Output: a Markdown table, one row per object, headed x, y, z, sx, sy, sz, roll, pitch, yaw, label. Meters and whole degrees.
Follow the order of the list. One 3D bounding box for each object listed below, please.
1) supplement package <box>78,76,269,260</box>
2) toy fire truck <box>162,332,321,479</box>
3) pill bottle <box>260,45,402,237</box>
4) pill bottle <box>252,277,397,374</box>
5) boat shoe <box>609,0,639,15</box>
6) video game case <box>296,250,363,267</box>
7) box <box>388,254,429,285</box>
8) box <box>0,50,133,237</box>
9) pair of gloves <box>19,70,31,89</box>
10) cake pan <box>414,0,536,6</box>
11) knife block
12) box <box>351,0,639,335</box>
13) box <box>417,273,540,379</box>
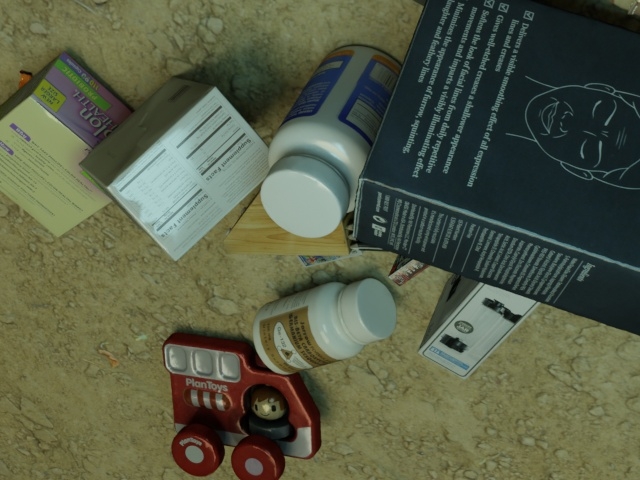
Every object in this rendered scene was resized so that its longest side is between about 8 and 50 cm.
| x | y | z | sx | sy | sz | roll | pitch | yaw | label |
| --- | --- | --- | --- | --- | --- | --- | --- | --- | --- |
| -0.209 | -0.112 | 1.677 | 0.145 | 0.204 | 0.262 | 49 | 172 | -22 | supplement package |
| -0.149 | 0.304 | 2.178 | 0.302 | 0.169 | 0.253 | 6 | 115 | 21 | toy fire truck |
| 0.020 | -0.131 | 1.573 | 0.152 | 0.272 | 0.152 | 15 | 136 | 15 | pill bottle |
| 0.008 | 0.140 | 1.945 | 0.229 | 0.131 | 0.131 | -20 | 120 | 39 | pill bottle |
| 0.364 | -0.382 | 1.180 | 0.116 | 0.123 | 0.324 | 20 | 108 | 16 | boat shoe |
| 0.000 | 0.000 | 1.902 | 0.122 | 0.011 | 0.087 | -14 | 124 | 36 | video game case |
| 0.165 | 0.003 | 1.761 | 0.027 | 0.094 | 0.137 | 39 | 136 | -12 | box |
| -0.420 | -0.150 | 1.884 | 0.213 | 0.117 | 0.243 | 42 | 137 | -21 | box |
| -0.456 | -0.238 | 1.905 | 0.083 | 0.010 | 0.074 | 18 | 136 | 9 | pair of gloves |
| 0.176 | -0.390 | 1.405 | 0.293 | 0.054 | 0.293 | 14 | 136 | 14 | cake pan |
| 0.013 | -0.024 | 1.800 | 0.242 | 0.088 | 0.275 | 36 | 130 | -5 | knife block |
| 0.273 | -0.100 | 1.412 | 0.396 | 0.293 | 0.212 | 19 | 162 | 7 | box |
| 0.263 | 0.059 | 1.711 | 0.087 | 0.169 | 0.290 | 30 | 137 | -2 | box |
